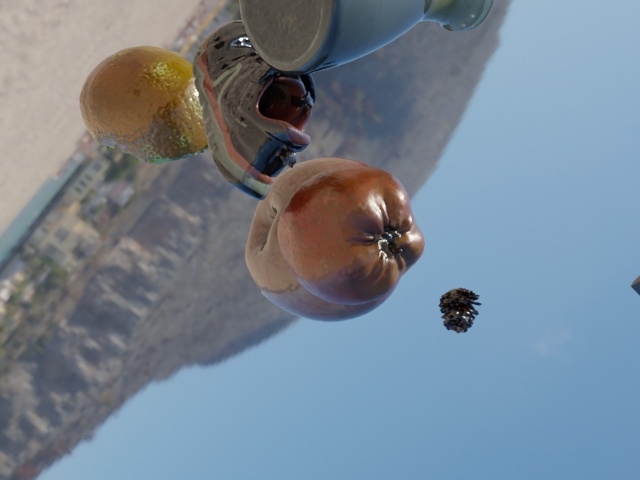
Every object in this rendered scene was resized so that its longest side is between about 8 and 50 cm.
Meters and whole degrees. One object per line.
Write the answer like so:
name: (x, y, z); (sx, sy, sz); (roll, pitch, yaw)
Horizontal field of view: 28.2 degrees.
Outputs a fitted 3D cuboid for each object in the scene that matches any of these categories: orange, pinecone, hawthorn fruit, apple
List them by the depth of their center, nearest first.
hawthorn fruit: (0.035, -0.006, 1.592); (0.189, 0.189, 0.189); (-49, -170, 12)
orange: (-0.281, -0.227, 2.048); (0.179, 0.237, 0.158); (-52, 145, -23)
pinecone: (0.249, 0.125, 2.283); (0.077, 0.077, 0.083); (153, -53, -66)
apple: (0.000, 0.000, 2.396); (0.345, 0.269, 0.345); (174, -90, -72)

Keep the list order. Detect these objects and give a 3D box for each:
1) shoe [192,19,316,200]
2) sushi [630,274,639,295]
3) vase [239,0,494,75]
shoe: (-0.079, -0.194, 1.638); (0.137, 0.114, 0.291); (-35, -133, 27)
sushi: (0.437, 0.049, 1.547); (0.056, 0.084, 0.083); (-36, -168, 52)
vase: (0.072, -0.305, 1.581); (0.321, 0.173, 0.173); (-14, 162, -40)
